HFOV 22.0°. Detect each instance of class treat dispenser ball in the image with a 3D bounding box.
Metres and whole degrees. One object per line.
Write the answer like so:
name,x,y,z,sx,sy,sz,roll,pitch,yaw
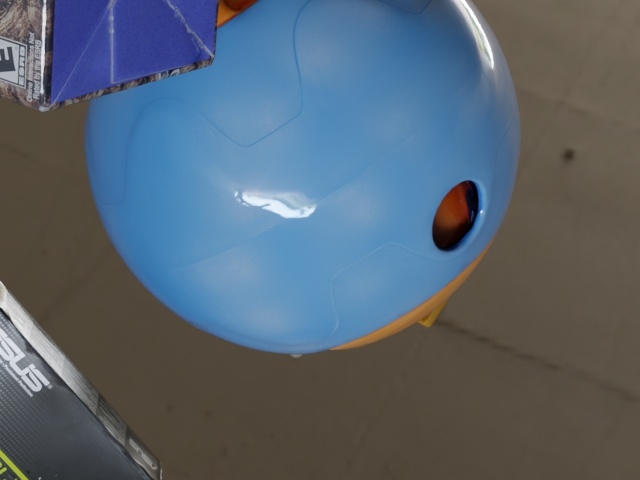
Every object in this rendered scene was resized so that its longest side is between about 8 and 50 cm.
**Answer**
treat dispenser ball,-0.012,-0.067,1.099,0.288,0.288,0.288,3,-145,-2

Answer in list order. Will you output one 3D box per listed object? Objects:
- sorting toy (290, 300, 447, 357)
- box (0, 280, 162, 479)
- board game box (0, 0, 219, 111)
sorting toy,0.000,0.000,1.527,0.196,0.047,0.348,-47,-133,-4
box,-0.242,0.152,1.182,0.184,0.190,0.045,-32,-159,13
board game box,-0.203,-0.228,0.906,0.291,0.232,0.141,20,-154,30
